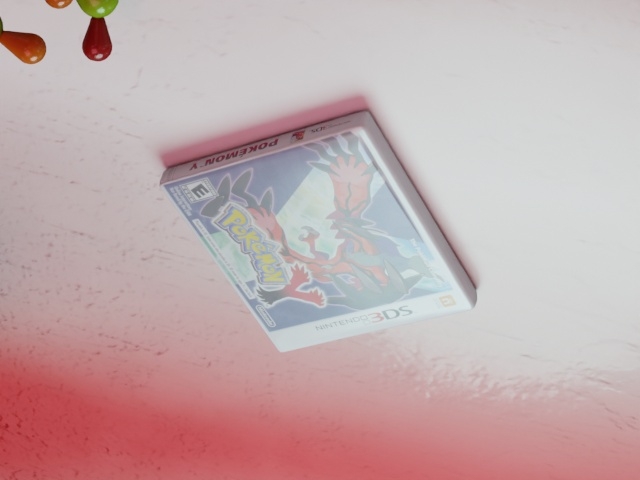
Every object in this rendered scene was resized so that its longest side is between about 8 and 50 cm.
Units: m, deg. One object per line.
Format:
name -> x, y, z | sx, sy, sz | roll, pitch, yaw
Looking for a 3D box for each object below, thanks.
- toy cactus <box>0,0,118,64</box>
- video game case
toy cactus -> -0.231, -0.217, 1.097 | 0.219, 0.112, 0.181 | 19, 116, 0
video game case -> 0.000, 0.000, 1.278 | 0.183, 0.023, 0.201 | -15, 127, 26
